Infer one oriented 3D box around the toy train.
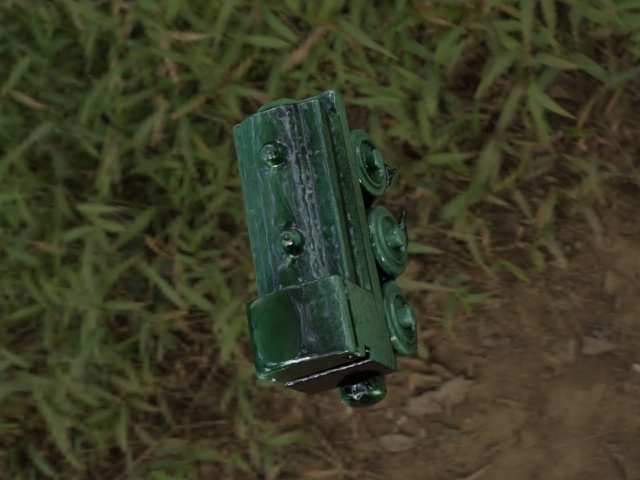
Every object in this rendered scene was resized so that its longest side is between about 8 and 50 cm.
[{"bbox_3d":[0.000,0.000,0.753,0.071,0.111,0.170,-17,69,19],"label":"toy train"}]
